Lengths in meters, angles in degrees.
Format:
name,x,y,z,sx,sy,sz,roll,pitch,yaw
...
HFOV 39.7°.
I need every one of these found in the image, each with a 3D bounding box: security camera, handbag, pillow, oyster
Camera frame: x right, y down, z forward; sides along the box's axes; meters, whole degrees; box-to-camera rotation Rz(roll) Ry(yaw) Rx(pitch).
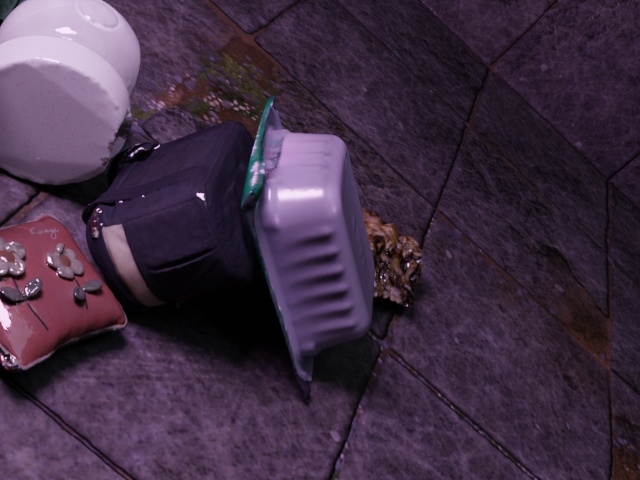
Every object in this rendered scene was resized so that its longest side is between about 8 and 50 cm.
name,x,y,z,sx,sy,sz,roll,pitch,yaw
security camera,-0.325,-0.207,1.107,0.194,0.194,0.236,28,33,-27
handbag,-0.168,-0.027,1.094,0.254,0.181,0.181,-79,150,-56
pillow,-0.303,0.046,0.943,0.171,0.075,0.179,51,30,10
oyster,0.084,0.011,1.450,0.214,0.083,0.223,5,43,-51

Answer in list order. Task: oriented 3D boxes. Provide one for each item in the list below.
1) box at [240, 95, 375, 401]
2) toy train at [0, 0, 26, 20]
name,x,y,z,sx,sy,sz,roll,pitch,yaw
box,0.000,0.000,1.157,0.264,0.105,0.337,-81,160,-52
toy train,-0.498,-0.471,1.117,0.442,0.272,0.179,34,23,-17
